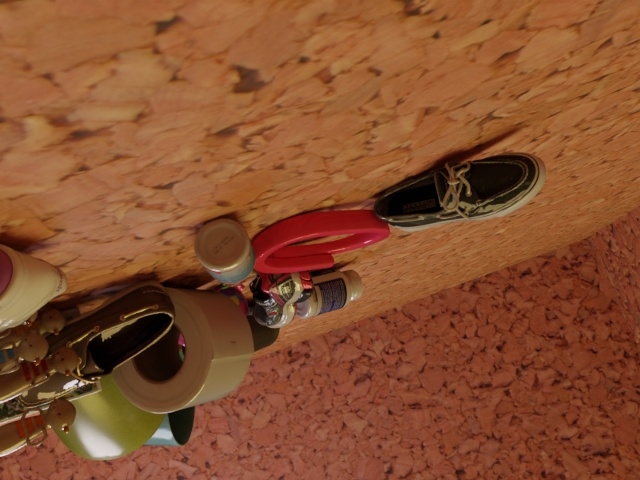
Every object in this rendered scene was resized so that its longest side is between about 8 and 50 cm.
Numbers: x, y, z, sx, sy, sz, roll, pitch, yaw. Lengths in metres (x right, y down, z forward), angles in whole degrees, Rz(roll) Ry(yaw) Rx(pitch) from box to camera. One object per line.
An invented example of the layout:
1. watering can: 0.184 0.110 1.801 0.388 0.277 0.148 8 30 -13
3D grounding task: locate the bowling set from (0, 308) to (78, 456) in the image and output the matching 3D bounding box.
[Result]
1. bowling set: -0.470 0.162 0.972 0.154 0.287 0.199 -22 135 -20

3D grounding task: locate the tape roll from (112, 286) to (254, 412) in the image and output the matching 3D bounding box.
1. tape roll: -0.284 0.219 1.303 0.246 0.246 0.169 -25 166 18

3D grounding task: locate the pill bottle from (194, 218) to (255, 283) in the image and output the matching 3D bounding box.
1. pill bottle: -0.154 0.024 1.059 0.087 0.087 0.160 -19 166 -5

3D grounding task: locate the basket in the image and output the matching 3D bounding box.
1. basket: -0.228 0.248 1.719 0.204 0.154 0.227 -37 164 32

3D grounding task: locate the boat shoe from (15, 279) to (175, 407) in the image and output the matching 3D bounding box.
1. boat shoe: -0.409 0.197 1.141 0.324 0.097 0.116 -34 127 -12

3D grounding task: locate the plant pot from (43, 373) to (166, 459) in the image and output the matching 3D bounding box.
1. plant pot: -0.496 0.303 1.374 0.275 0.274 0.293 -18 150 -9

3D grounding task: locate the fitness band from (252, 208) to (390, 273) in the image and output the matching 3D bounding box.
1. fitness band: 0.000 0.000 1.244 0.291 0.054 0.209 -6 159 -33

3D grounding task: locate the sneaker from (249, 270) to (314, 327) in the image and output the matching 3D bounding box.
1. sneaker: -0.112 0.119 1.455 0.112 0.120 0.299 -7 156 -21

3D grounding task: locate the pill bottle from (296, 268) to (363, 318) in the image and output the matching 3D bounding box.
1. pill bottle: 0.016 0.136 1.698 0.187 0.111 0.112 -11 164 -33

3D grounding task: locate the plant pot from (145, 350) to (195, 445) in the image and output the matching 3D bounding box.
1. plant pot: -0.548 0.502 1.990 0.235 0.292 0.293 -6 167 5

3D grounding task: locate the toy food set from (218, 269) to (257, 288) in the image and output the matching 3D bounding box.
1. toy food set: -0.183 0.082 1.390 0.083 0.020 0.082 -15 166 -24

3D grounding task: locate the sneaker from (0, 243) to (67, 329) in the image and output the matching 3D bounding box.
1. sneaker: -0.479 0.107 0.846 0.305 0.114 0.152 -24 165 14

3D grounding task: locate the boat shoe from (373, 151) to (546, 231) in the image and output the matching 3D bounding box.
1. boat shoe: 0.241 -0.092 1.139 0.307 0.113 0.105 -10 167 31

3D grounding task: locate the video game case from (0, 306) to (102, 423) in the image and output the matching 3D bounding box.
1. video game case: -0.524 0.230 1.176 0.191 0.173 0.022 -16 -166 -19

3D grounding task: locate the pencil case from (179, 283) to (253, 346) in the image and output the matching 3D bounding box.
1. pencil case: -0.261 0.183 1.514 0.105 0.104 0.236 -7 162 -44
